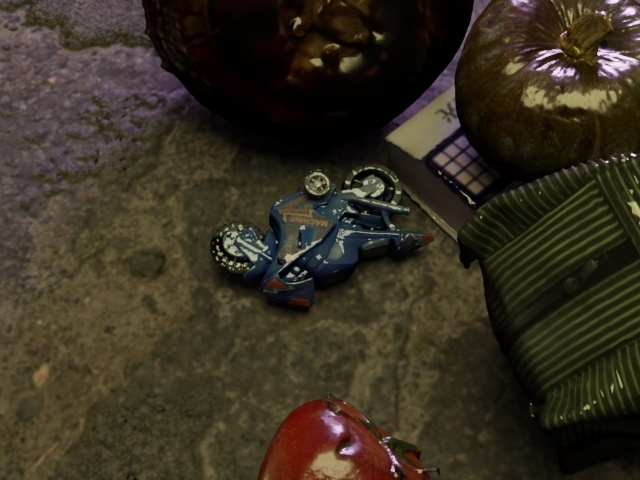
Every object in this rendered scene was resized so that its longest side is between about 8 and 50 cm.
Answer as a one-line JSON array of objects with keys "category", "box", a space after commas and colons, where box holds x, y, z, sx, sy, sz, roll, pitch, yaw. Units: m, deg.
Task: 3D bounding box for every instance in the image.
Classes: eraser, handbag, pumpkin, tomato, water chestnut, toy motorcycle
[{"category": "eraser", "box": [0.209, -0.128, 1.298, 0.287, 0.086, 0.130, -39, 66, -20]}, {"category": "handbag", "box": [0.265, 0.057, 1.062, 0.240, 0.341, 0.247, -27, 66, 6]}, {"category": "pumpkin", "box": [0.230, -0.148, 1.168, 0.218, 0.162, 0.219, 2, 57, -3]}, {"category": "tomato", "box": [0.017, 0.221, 1.062, 0.167, 0.167, 0.167, -1, 59, 1]}, {"category": "water chestnut", "box": [-0.014, -0.267, 1.299, 0.350, 0.351, 0.302, 0, 17, 1]}, {"category": "toy motorcycle", "box": [0.000, 0.000, 1.238, 0.205, 0.076, 0.114, -23, 70, -14]}]
